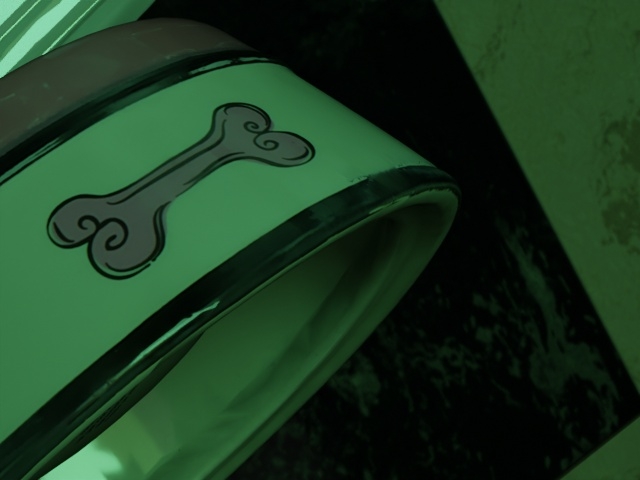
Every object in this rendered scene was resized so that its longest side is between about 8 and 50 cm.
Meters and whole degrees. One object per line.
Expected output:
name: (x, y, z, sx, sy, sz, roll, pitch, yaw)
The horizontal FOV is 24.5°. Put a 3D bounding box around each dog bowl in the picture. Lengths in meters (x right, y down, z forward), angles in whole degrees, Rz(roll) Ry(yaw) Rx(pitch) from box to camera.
dog bowl: (-0.127, 0.061, 0.733, 0.408, 0.408, 0.150, -37, 78, -25)

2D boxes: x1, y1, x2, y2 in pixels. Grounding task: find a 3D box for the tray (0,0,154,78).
tray: (-0.221, -0.120, 0.875, 0.145, 0.030, 0.270, 45, 75, -14)
